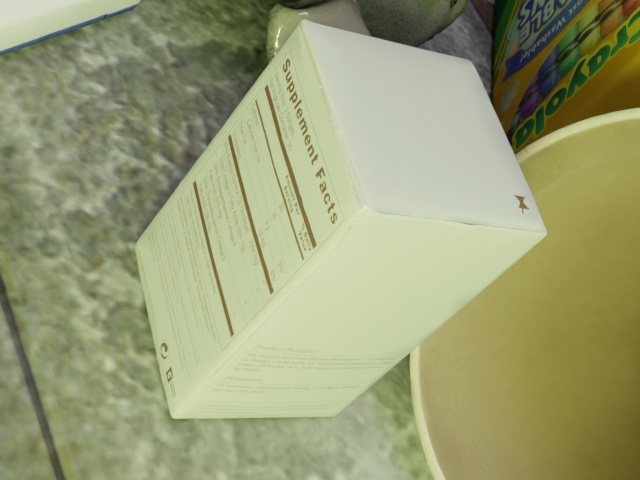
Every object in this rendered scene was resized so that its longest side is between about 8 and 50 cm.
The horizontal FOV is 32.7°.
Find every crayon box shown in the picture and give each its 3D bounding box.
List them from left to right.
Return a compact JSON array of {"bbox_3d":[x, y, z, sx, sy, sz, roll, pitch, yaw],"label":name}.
[{"bbox_3d":[0.217,-0.143,0.802,0.083,0.203,0.323,27,43,-17],"label":"crayon box"}]

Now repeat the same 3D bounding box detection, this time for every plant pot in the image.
[{"bbox_3d":[0.230,0.069,0.628,0.274,0.256,0.256,4,52,-55],"label":"plant pot"}]

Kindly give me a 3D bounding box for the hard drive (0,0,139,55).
[{"bbox_3d":[-0.263,-0.166,0.564,0.210,0.040,0.318,47,41,5],"label":"hard drive"}]

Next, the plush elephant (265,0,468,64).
[{"bbox_3d":[0.052,-0.227,0.726,0.255,0.330,0.272,38,49,-41],"label":"plush elephant"}]

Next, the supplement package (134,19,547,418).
[{"bbox_3d":[0.000,0.000,0.525,0.105,0.179,0.105,7,52,-35],"label":"supplement package"}]
